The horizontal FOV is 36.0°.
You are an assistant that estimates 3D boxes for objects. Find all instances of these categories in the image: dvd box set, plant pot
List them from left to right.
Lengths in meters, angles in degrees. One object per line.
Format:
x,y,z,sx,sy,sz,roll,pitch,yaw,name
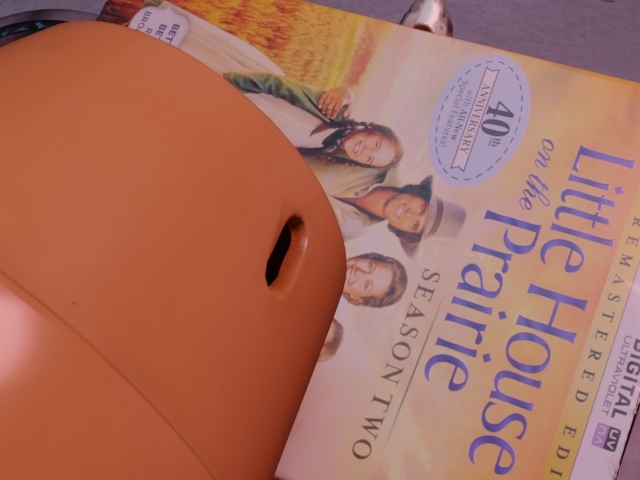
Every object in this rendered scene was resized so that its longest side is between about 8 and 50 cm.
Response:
-0.123,0.039,0.454,0.290,0.291,0.203,23,56,23,plant pot
0.000,0.000,0.617,0.420,0.062,0.308,19,71,18,dvd box set

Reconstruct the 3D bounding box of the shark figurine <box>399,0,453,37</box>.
-0.004,-0.074,0.810,0.278,0.166,0.116,-20,3,12,shark figurine

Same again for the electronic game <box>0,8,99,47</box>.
-0.212,-0.074,0.744,0.229,0.048,0.229,-1,70,2,electronic game
